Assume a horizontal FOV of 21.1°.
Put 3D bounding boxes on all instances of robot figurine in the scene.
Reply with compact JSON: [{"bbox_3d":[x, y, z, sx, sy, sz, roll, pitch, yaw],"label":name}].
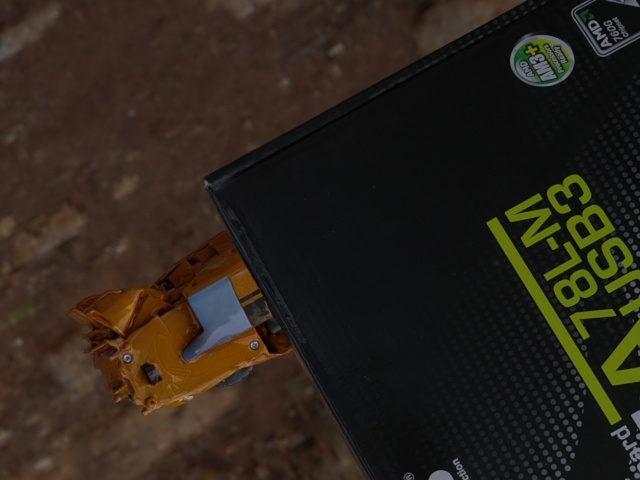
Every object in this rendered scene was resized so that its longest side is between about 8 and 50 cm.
[{"bbox_3d":[0.000,0.000,0.994,0.291,0.085,0.211,-32,-174,-13],"label":"robot figurine"}]

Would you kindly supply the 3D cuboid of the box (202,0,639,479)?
[{"bbox_3d":[0.087,0.020,0.533,0.184,0.191,0.045,-28,164,-6],"label":"box"}]
